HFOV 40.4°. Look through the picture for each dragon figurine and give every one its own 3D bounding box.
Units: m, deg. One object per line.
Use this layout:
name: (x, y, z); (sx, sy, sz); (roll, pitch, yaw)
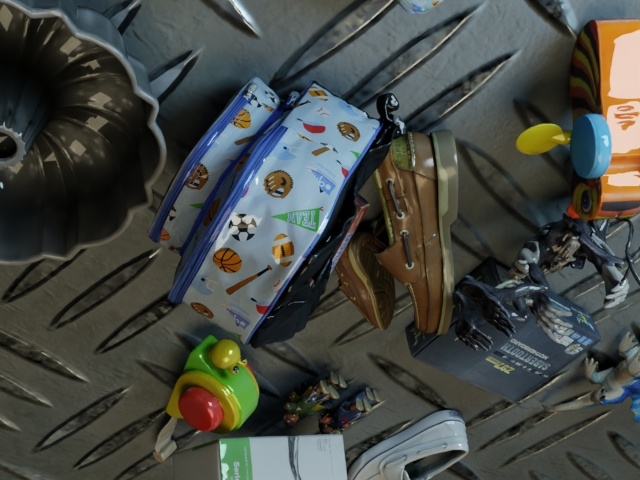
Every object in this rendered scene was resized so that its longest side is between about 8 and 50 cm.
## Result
dragon figurine: (0.503, 0.230, 1.395); (0.144, 0.085, 0.289); (24, 123, -28)

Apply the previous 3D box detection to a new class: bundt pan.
bundt pan: (-0.323, -0.133, 0.891); (0.330, 0.124, 0.331); (-5, 134, -5)

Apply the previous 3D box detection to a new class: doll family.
doll family: (0.011, 0.263, 1.355); (0.111, 0.076, 0.193); (-41, 129, 21)

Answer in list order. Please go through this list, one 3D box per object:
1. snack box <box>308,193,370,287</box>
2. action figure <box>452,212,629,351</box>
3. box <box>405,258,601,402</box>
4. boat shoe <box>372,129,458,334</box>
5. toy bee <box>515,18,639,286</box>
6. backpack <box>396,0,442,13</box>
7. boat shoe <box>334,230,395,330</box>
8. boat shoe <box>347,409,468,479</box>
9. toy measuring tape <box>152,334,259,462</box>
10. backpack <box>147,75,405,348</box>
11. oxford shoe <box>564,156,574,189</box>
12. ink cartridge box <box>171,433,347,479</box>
snack box: (0.000, 0.000, 1.113); (0.022, 0.064, 0.178); (-25, 152, -47)
action figure: (0.296, 0.052, 1.092); (0.275, 0.141, 0.164); (-27, 160, -27)
box: (0.272, 0.141, 1.291); (0.232, 0.059, 0.183); (28, 124, -30)
boat shoe: (0.116, -0.005, 1.107); (0.104, 0.111, 0.307); (-5, 125, 2)
toy bee: (0.313, -0.087, 0.984); (0.195, 0.298, 0.162); (18, 167, -3)
backpack: (0.104, -0.286, 0.845); (0.114, 0.084, 0.105); (-37, 130, 20)
boat shoe: (0.057, 0.053, 1.180); (0.060, 0.064, 0.178); (5, 139, 29)
boat shoe: (0.144, 0.386, 1.483); (0.095, 0.084, 0.258); (27, 123, -30)
toy measuring tape: (-0.168, 0.261, 1.292); (0.121, 0.121, 0.330); (10, 134, -18)
backpack: (-0.059, -0.030, 0.935); (0.213, 0.263, 0.277); (23, 127, -5)
oxford shoe: (0.408, -0.113, 1.081); (0.212, 0.076, 0.076); (-22, 159, 14)
ink cartridge box: (-0.090, 0.349, 1.306); (0.219, 0.093, 0.160); (7, 157, -33)
